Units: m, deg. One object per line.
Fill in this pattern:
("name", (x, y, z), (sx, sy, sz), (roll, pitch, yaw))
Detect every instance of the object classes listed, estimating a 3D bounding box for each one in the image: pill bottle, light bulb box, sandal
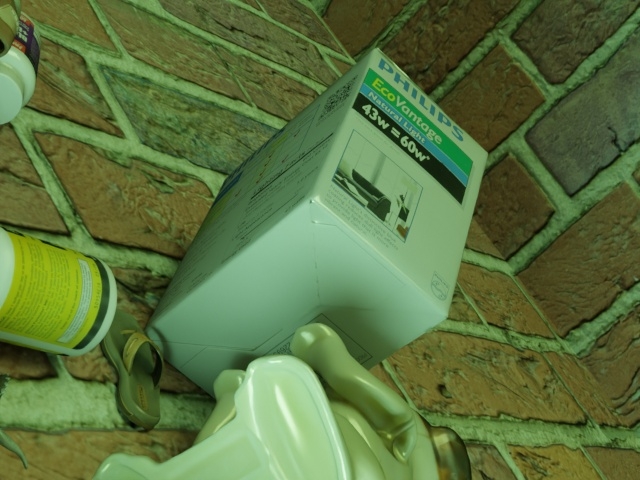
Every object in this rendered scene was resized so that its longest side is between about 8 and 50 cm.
("pill bottle", (-0.443, -0.238, 1.649), (0.108, 0.108, 0.193), (35, 22, -28))
("pill bottle", (-0.331, 0.050, 1.286), (0.208, 0.119, 0.119), (23, 30, -49))
("light bulb box", (0.000, 0.000, 1.579), (0.225, 0.358, 0.361), (41, 38, -15))
("sandal", (-0.215, 0.146, 1.434), (0.072, 0.049, 0.180), (30, 25, -37))

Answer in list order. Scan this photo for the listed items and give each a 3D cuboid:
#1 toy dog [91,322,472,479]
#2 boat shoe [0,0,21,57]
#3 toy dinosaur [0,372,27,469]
("toy dog", (0.024, 0.279, 1.322), (0.395, 0.284, 0.408), (50, 18, 12))
("boat shoe", (-0.532, -0.299, 1.492), (0.324, 0.123, 0.116), (6, 47, -24))
("toy dinosaur", (-0.391, 0.106, 1.060), (0.160, 0.121, 0.313), (43, 10, 38))
